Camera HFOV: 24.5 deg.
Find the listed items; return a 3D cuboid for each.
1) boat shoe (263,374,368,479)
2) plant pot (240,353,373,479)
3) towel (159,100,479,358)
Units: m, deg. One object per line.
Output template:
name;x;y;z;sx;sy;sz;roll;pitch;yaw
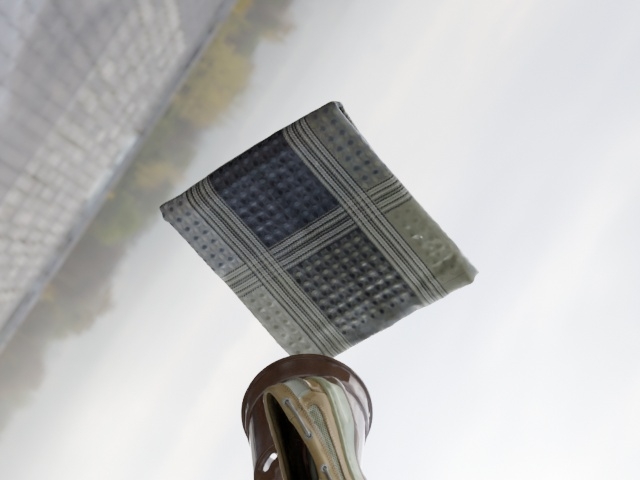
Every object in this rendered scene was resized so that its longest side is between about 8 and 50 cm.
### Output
boat shoe;-0.001;0.191;1.064;0.072;0.190;0.068;-1;153;-43
plant pot;-0.015;0.246;1.774;0.167;0.167;0.165;-56;-167;17
towel;0.000;0.000;1.963;0.312;0.324;0.056;-30;-159;27
